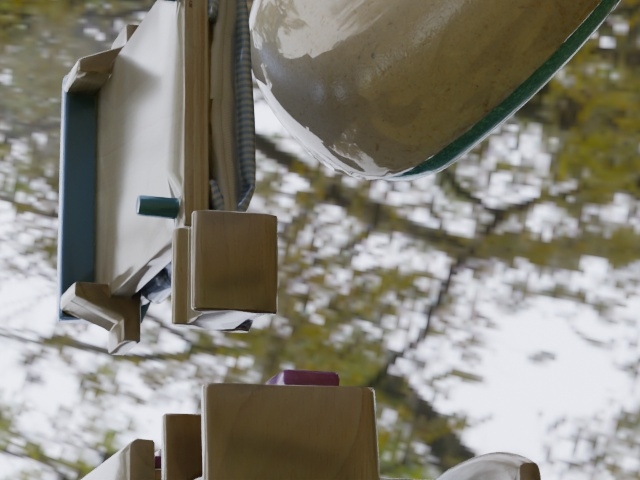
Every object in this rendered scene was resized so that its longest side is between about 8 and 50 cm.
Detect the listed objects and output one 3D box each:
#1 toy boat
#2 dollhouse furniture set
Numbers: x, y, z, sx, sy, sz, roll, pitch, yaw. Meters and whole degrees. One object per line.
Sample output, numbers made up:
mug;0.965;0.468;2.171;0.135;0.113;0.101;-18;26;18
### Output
toy boat;0.061;-0.176;1.041;0.267;0.318;0.148;-46;-49;7
dollhouse furniture set;0.000;0.000;0.908;0.198;0.286;0.303;4;-107;-19
